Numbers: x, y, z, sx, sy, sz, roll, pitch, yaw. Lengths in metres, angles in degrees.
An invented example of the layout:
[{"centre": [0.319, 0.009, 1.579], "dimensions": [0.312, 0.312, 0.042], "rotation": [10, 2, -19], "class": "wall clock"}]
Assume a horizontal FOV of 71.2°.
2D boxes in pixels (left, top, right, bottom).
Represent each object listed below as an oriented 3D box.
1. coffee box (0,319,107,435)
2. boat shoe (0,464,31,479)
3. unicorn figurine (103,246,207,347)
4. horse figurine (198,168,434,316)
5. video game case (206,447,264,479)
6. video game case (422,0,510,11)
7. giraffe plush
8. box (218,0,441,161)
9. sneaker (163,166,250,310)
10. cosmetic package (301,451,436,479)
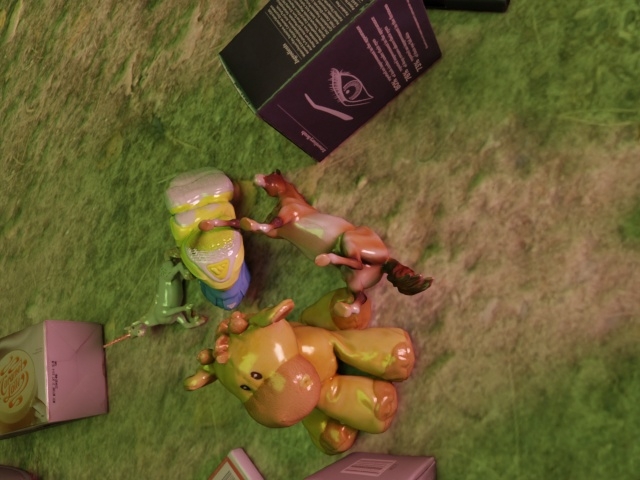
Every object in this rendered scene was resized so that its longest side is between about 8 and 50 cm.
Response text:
[{"centre": [-0.457, 0.223, 0.688], "dimensions": [0.246, 0.098, 0.141], "rotation": [-19, 71, 21], "class": "coffee box"}, {"centre": [-0.551, 0.403, 0.696], "dimensions": [0.302, 0.114, 0.091], "rotation": [-4, 76, 38], "class": "boat shoe"}, {"centre": [-0.213, 0.084, 0.627], "dimensions": [0.111, 0.060, 0.162], "rotation": [0, 63, 27], "class": "unicorn figurine"}, {"centre": [0.000, 0.000, 0.492], "dimensions": [0.263, 0.174, 0.066], "rotation": [27, 110, 20], "class": "horse figurine"}, {"centre": [-0.124, 0.425, 0.521], "dimensions": [0.204, 0.025, 0.285], "rotation": [42, 98, 27], "class": "video game case"}, {"centre": [0.131, -0.396, 0.573], "dimensions": [0.274, 0.026, 0.196], "rotation": [20, 88, 29], "class": "video game case"}, {"centre": [-0.030, 0.122, 0.457], "dimensions": [0.210, 0.170, 0.182], "rotation": [23, 90, 29], "class": "giraffe plush"}, {"centre": [0.015, -0.215, 0.518], "dimensions": [0.207, 0.153, 0.108], "rotation": [-38, 65, 14], "class": "box"}, {"centre": [-0.147, -0.001, 0.590], "dimensions": [0.091, 0.126, 0.240], "rotation": [-12, 36, -9], "class": "sneaker"}, {"centre": [0.049, 0.331, 0.399], "dimensions": [0.107, 0.127, 0.238], "rotation": [-9, 77, 26], "class": "cosmetic package"}]
